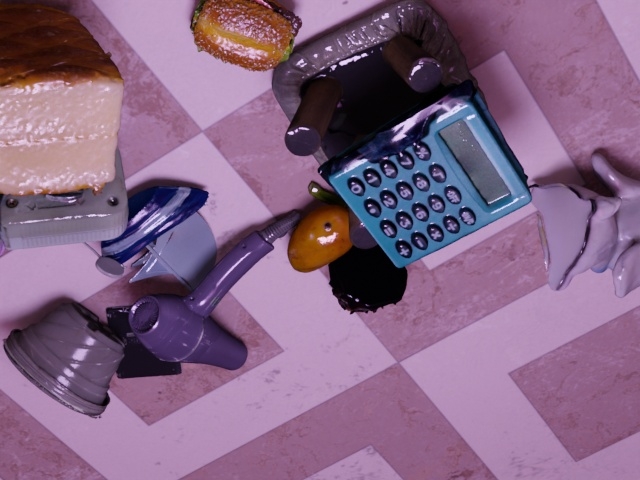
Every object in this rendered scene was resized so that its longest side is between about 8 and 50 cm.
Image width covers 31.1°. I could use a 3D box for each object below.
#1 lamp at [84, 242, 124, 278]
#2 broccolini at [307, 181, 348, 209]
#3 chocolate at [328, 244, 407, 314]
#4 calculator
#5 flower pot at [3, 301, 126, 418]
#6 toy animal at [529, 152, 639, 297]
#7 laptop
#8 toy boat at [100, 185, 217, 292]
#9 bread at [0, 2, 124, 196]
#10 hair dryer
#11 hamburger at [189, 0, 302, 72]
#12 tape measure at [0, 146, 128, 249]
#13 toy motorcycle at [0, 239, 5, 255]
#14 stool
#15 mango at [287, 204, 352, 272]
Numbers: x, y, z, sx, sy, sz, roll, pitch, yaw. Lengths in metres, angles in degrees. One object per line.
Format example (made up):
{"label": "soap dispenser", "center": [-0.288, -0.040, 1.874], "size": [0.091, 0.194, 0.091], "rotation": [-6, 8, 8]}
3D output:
{"label": "lamp", "center": [-0.415, 0.014, 1.983], "size": [0.050, 0.198, 0.056], "rotation": [-6, 131, -56]}
{"label": "broccolini", "center": [0.074, -0.045, 2.063], "size": [0.216, 0.058, 0.067], "rotation": [27, 122, -23]}
{"label": "chocolate", "center": [0.076, 0.090, 2.127], "size": [0.156, 0.156, 0.133], "rotation": [7, 142, -11]}
{"label": "calculator", "center": [0.164, -0.092, 1.764], "size": [0.274, 0.058, 0.248], "rotation": [-28, 124, 16]}
{"label": "flower pot", "center": [-0.450, 0.205, 2.106], "size": [0.140, 0.235, 0.235], "rotation": [-49, 120, 0]}
{"label": "toy animal", "center": [0.519, -0.032, 2.043], "size": [0.289, 0.249, 0.174], "rotation": [-21, 174, -35]}
{"label": "laptop", "center": [-0.338, 0.196, 2.217], "size": [0.129, 0.016, 0.180], "rotation": [-4, 128, -3]}
{"label": "toy boat", "center": [-0.281, 0.025, 2.056], "size": [0.210, 0.070, 0.291], "rotation": [-17, 133, -11]}
{"label": "bread", "center": [-0.462, -0.212, 1.707], "size": [0.279, 0.279, 0.207], "rotation": [-8, 126, -25]}
{"label": "hair dryer", "center": [-0.151, 0.090, 2.091], "size": [0.361, 0.121, 0.301], "rotation": [-46, 146, 8]}
{"label": "hamburger", "center": [-0.120, -0.325, 1.803], "size": [0.166, 0.087, 0.137], "rotation": [23, 129, -13]}
{"label": "tape measure", "center": [-0.438, -0.095, 1.871], "size": [0.235, 0.207, 0.115], "rotation": [-6, 153, -14]}
{"label": "toy motorcycle", "center": [-0.605, -0.067, 1.915], "size": [0.143, 0.188, 0.326], "rotation": [-9, 112, 12]}
{"label": "stool", "center": [0.111, -0.184, 1.864], "size": [0.310, 0.226, 0.310], "rotation": [-27, 126, 14]}
{"label": "mango", "center": [-0.003, 0.000, 2.033], "size": [0.165, 0.089, 0.115], "rotation": [-36, 161, 33]}
